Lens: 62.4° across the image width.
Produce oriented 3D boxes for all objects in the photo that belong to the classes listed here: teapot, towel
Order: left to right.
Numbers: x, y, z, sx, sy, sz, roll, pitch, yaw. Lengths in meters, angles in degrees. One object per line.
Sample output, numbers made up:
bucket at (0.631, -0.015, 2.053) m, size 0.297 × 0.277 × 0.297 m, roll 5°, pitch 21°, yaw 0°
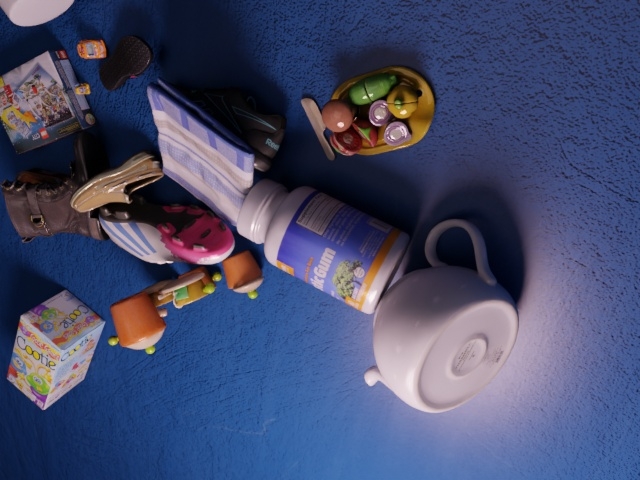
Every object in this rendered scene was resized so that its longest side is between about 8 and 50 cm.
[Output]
towel at (-0.207, -0.137, 0.927) m, size 0.209 × 0.034 × 0.285 m, roll 38°, pitch 157°, yaw 4°
teapot at (0.180, 0.132, 0.862) m, size 0.187 × 0.256 × 0.252 m, roll 43°, pitch 162°, yaw 49°

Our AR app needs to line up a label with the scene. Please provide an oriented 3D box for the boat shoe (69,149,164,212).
boat shoe at (-0.400, -0.103, 1.045) m, size 0.190 × 0.068 × 0.072 m, roll -33°, pitch 81°, yaw -2°

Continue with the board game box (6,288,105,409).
board game box at (-0.701, 0.289, 1.395) m, size 0.142 × 0.144 × 0.275 m, roll 38°, pitch 124°, yaw 6°

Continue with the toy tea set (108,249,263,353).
toy tea set at (-0.268, 0.132, 1.076) m, size 0.336 × 0.200 × 0.124 m, roll -19°, pitch 96°, yaw 27°

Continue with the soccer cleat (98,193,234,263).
soccer cleat at (-0.307, -0.005, 1.088) m, size 0.331 × 0.116 × 0.143 m, roll 18°, pitch 138°, yaw 24°

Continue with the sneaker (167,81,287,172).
sneaker at (-0.175, -0.223, 0.933) m, size 0.267 × 0.101 × 0.106 m, roll 33°, pitch 96°, yaw 15°

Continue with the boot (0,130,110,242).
boot at (-0.574, -0.107, 1.129) m, size 0.229 × 0.091 × 0.262 m, roll 5°, pitch 113°, yaw 5°

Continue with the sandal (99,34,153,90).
sandal at (-0.360, -0.334, 0.993) m, size 0.179 × 0.040 × 0.067 m, roll -10°, pitch 104°, yaw 45°

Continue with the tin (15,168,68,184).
tin at (-0.628, -0.108, 1.231) m, size 0.190 × 0.040 × 0.106 m, roll 13°, pitch 115°, yaw 20°

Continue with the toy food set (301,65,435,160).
toy food set at (0.066, -0.189, 0.827) m, size 0.218 × 0.071 × 0.128 m, roll -10°, pitch 109°, yaw 30°

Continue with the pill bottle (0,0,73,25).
pill bottle at (-0.565, -0.538, 0.910) m, size 0.169 × 0.169 × 0.301 m, roll -26°, pitch 100°, yaw 33°

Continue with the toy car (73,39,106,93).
toy car at (-0.451, -0.334, 1.030) m, size 0.060 × 0.040 × 0.122 m, roll 24°, pitch 122°, yaw 14°

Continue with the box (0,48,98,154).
box at (-0.595, -0.288, 1.121) m, size 0.233 × 0.044 × 0.159 m, roll -9°, pitch 109°, yaw 29°

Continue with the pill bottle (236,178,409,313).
pill bottle at (0.000, 0.000, 0.903) m, size 0.272 × 0.152 × 0.152 m, roll 26°, pitch 122°, yaw 13°
